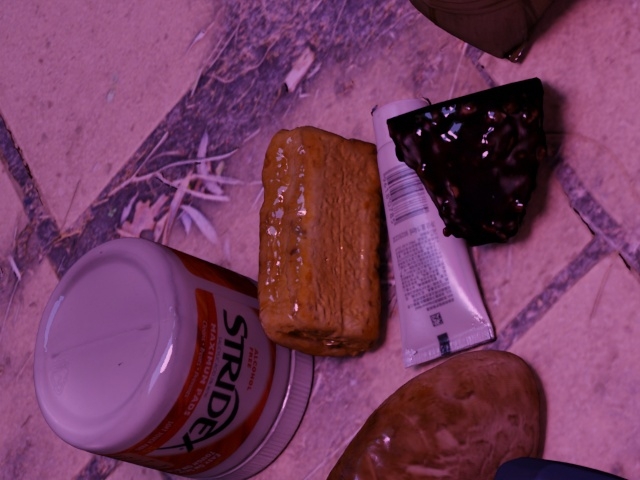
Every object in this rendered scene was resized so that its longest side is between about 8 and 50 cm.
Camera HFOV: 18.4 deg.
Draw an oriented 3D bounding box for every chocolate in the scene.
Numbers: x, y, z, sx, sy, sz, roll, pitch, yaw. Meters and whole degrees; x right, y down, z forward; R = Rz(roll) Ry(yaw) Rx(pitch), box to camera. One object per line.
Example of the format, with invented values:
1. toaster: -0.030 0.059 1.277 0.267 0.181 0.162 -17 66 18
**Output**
1. chocolate: 0.138 -0.061 1.715 0.156 0.156 0.133 -9 97 40

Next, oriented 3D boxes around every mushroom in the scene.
1. mushroom: 0.065 0.209 1.640 0.156 0.151 0.286 37 101 42

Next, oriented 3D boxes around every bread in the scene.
1. bread: 0.000 0.000 1.810 0.083 0.114 0.211 -27 54 55

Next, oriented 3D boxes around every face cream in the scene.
1. face cream: -0.139 0.114 1.838 0.201 0.187 0.201 -17 63 37
2. face cream: 0.094 -0.012 1.770 0.092 0.058 0.244 -21 66 29

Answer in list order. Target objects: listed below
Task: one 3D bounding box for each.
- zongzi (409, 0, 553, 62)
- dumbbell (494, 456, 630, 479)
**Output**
1. zongzi: 0.184 -0.397 1.637 0.181 0.418 0.447 28 92 17
2. dumbbell: 0.173 0.331 1.490 0.160 0.144 0.325 169 116 -74
